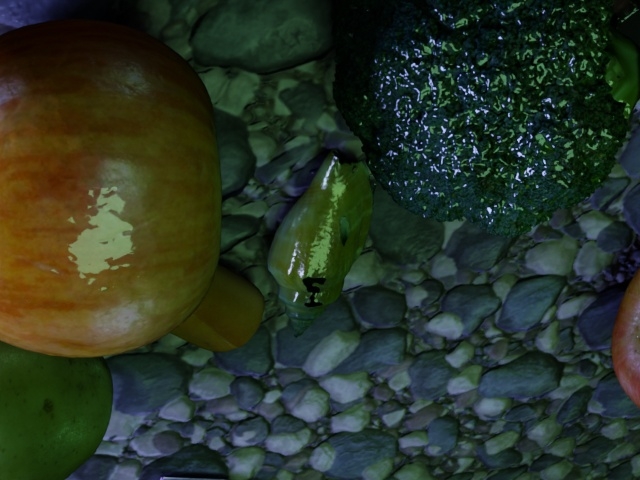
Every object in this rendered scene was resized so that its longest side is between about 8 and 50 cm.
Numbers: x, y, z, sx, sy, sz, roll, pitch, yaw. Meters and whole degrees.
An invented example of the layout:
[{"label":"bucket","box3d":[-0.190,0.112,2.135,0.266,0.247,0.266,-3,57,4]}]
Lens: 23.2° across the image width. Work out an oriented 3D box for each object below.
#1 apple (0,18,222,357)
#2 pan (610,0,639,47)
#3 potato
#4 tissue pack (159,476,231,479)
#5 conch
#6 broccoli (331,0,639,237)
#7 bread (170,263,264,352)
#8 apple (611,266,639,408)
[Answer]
[{"label":"apple","box3d":[-0.202,-0.043,1.263,0.233,0.286,0.286,-3,133,-10]},{"label":"pan","box3d":[0.288,-0.208,1.453,0.115,0.040,0.212,-40,140,19]},{"label":"potato","box3d":[-0.344,0.151,1.435,0.304,0.216,0.216,17,124,-30]},{"label":"tissue pack","box3d":[-0.135,0.397,1.722,0.092,0.246,0.148,8,127,-25]},{"label":"conch","box3d":[0.000,0.004,1.528,0.095,0.079,0.201,3,124,-49]},{"label":"broccoli","box3d":[0.147,-0.149,1.319,0.297,0.297,0.297,-9,141,-51]},{"label":"bread","box3d":[-0.149,0.043,1.500,0.092,0.074,0.239,-45,132,15]},{"label":"apple","box3d":[0.453,0.104,1.684,0.241,0.242,0.242,9,128,-31]}]
